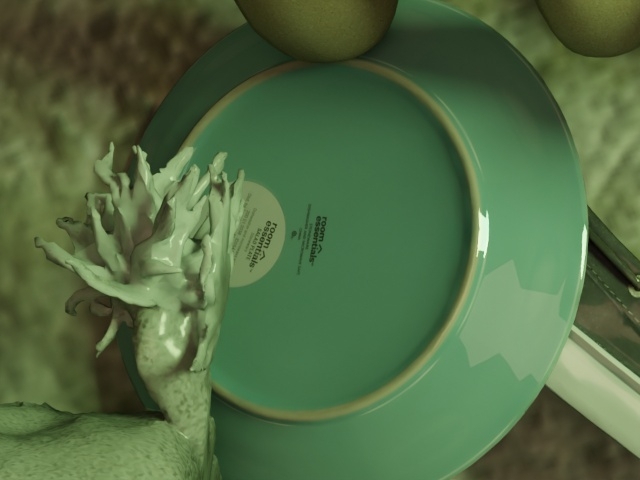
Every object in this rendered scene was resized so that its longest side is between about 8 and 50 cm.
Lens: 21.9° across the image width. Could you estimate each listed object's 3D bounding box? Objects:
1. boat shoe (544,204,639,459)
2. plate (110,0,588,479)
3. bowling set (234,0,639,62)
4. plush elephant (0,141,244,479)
[{"bbox_3d":[0.143,0.051,0.577,0.228,0.080,0.076,38,94,12],"label":"boat shoe"},{"bbox_3d":[0.000,0.000,0.577,0.188,0.024,0.188,-5,79,26],"label":"plate"},{"bbox_3d":[0.098,-0.151,0.480,0.287,0.154,0.200,-47,51,-5],"label":"bowling set"},{"bbox_3d":[-0.169,0.118,0.512,0.255,0.272,0.330,5,80,6],"label":"plush elephant"}]
